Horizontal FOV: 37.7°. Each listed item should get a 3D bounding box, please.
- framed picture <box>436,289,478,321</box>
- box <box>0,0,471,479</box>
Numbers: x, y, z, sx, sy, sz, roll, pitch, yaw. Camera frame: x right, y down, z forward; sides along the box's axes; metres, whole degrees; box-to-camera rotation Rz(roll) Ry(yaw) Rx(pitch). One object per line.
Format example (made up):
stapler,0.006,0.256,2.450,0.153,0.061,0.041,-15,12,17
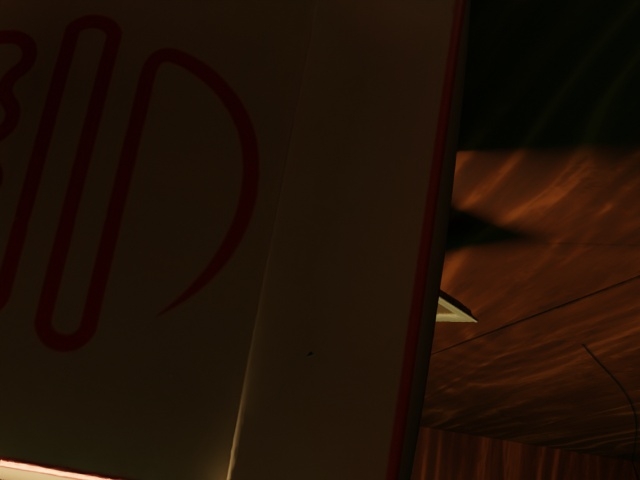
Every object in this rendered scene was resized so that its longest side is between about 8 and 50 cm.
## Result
framed picture,-0.005,0.016,0.929,0.273,0.016,0.216,32,159,-30
box,-0.074,0.014,0.599,0.300,0.312,0.314,7,165,7
